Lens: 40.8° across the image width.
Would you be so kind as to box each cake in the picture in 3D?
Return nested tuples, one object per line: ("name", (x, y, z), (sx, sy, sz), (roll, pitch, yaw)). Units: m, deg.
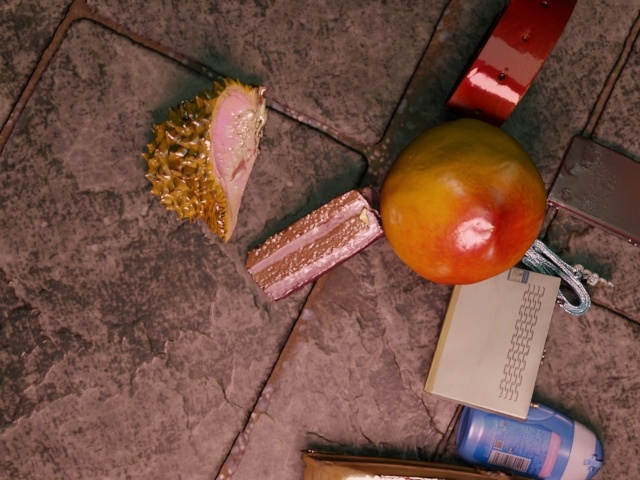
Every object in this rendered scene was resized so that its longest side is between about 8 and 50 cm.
("cake", (0.000, 0.000, 1.591), (0.295, 0.113, 0.116), (-32, 85, 2))

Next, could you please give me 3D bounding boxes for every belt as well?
("belt", (0.450, 0.054, 1.618), (0.100, 0.065, 0.179), (-45, 88, 5))
("belt", (0.347, -0.353, 1.570), (0.115, 0.227, 0.324), (32, 74, -2))

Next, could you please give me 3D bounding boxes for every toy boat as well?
("toy boat", (0.179, 0.451, 1.522), (0.445, 0.162, 0.136), (4, 85, 1))

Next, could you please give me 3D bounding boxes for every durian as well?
("durian", (-0.237, -0.164, 1.602), (0.195, 0.185, 0.305), (12, 93, 22))

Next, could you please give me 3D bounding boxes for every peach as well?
("peach", (0.238, -0.050, 1.482), (0.288, 0.289, 0.308), (2, 44, -2))

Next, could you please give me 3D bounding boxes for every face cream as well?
("face cream", (0.388, 0.368, 1.573), (0.263, 0.083, 0.149), (15, 97, 0))

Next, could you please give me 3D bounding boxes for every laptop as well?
("laptop", (0.551, -0.097, 1.654), (0.207, 0.026, 0.154), (25, 83, -1))

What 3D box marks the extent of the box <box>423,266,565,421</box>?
("box", (0.318, 0.176, 1.564), (0.210, 0.045, 0.270), (12, 72, 17))
